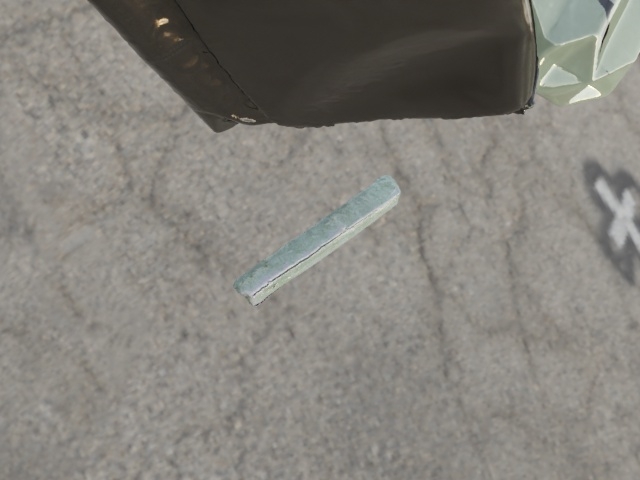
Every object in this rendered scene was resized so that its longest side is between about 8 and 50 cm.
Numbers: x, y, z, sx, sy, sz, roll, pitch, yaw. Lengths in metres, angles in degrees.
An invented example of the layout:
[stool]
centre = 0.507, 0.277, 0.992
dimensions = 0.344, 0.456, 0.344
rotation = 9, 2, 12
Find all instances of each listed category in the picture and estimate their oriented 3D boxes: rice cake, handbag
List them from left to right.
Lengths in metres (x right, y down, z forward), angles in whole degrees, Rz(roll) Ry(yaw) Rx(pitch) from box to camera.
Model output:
[handbag]
centre = -0.002, -0.140, 0.539
dimensions = 0.247, 0.222, 0.080
rotation = 46, 45, -63
[rice cake]
centre = 0.000, 0.000, 1.029
dimensions = 0.207, 0.033, 0.033
rotation = -35, 70, -18

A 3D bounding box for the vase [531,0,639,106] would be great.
[vase]
centre = 0.211, -0.271, 0.663
dimensions = 0.165, 0.360, 0.165
rotation = 29, 13, -8
